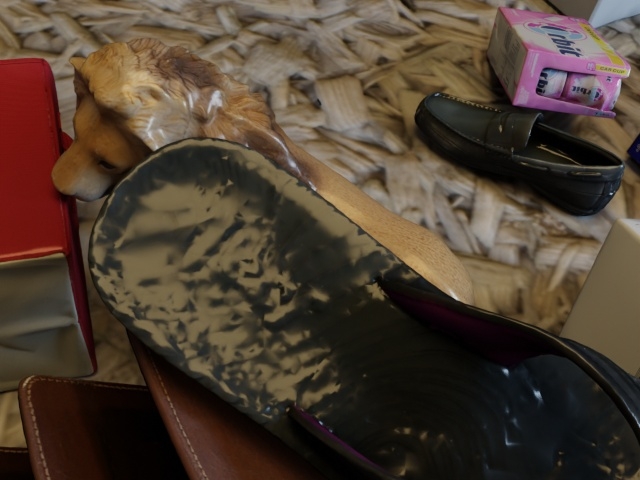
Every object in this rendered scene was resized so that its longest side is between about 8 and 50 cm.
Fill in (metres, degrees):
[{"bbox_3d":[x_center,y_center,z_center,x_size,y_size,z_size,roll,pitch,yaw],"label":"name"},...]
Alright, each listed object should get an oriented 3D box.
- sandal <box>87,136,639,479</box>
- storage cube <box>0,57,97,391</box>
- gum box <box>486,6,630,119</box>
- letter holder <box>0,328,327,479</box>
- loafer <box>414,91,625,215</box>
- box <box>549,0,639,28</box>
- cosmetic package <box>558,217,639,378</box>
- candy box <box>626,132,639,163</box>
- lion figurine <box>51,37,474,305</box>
[{"bbox_3d":[0.069,0.096,0.446,0.446,0.107,0.167,30,75,-2],"label":"sandal"},{"bbox_3d":[-0.283,-0.002,0.625,0.215,0.183,0.193,-8,55,-15],"label":"storage cube"},{"bbox_3d":[0.255,-0.197,0.889,0.107,0.062,0.188,8,30,-3],"label":"gum box"},{"bbox_3d":[-0.082,0.189,0.444,0.214,0.152,0.302,20,26,-50],"label":"letter holder"},{"bbox_3d":[0.205,-0.105,0.841,0.223,0.078,0.076,28,54,12],"label":"loafer"},{"bbox_3d":[0.341,-0.469,1.082,0.215,0.168,0.345,-24,60,-24],"label":"box"},{"bbox_3d":[0.347,0.097,0.609,0.225,0.138,0.224,3,32,-24],"label":"cosmetic package"},{"bbox_3d":[0.536,-0.068,0.835,0.268,0.122,0.317,-25,62,-27],"label":"candy box"},{"bbox_3d":[0.000,0.000,0.602,0.392,0.240,0.142,25,68,5],"label":"lion figurine"}]
